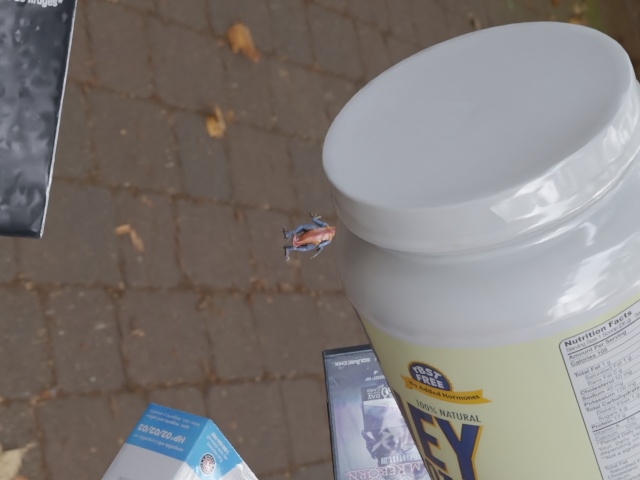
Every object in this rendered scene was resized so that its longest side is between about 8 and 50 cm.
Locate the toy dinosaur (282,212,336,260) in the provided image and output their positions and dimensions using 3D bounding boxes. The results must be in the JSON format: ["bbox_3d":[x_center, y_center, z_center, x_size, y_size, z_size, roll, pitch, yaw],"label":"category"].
[{"bbox_3d":[0.000,0.000,1.417,0.090,0.082,0.047,-141,-136,-71],"label":"toy dinosaur"}]

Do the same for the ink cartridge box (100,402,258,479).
[{"bbox_3d":[-0.119,0.216,0.880,0.181,0.061,0.104,-58,139,-28],"label":"ink cartridge box"}]

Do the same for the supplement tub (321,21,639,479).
[{"bbox_3d":[0.148,0.042,0.878,0.235,0.235,0.325,-72,146,-49],"label":"supplement tub"}]

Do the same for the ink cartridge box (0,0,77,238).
[{"bbox_3d":[-0.275,-0.186,0.972,0.175,0.069,0.371,3,106,-28],"label":"ink cartridge box"}]

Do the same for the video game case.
[{"bbox_3d":[0.110,0.266,1.806,0.026,0.196,0.274,-109,-167,-68],"label":"video game case"}]
